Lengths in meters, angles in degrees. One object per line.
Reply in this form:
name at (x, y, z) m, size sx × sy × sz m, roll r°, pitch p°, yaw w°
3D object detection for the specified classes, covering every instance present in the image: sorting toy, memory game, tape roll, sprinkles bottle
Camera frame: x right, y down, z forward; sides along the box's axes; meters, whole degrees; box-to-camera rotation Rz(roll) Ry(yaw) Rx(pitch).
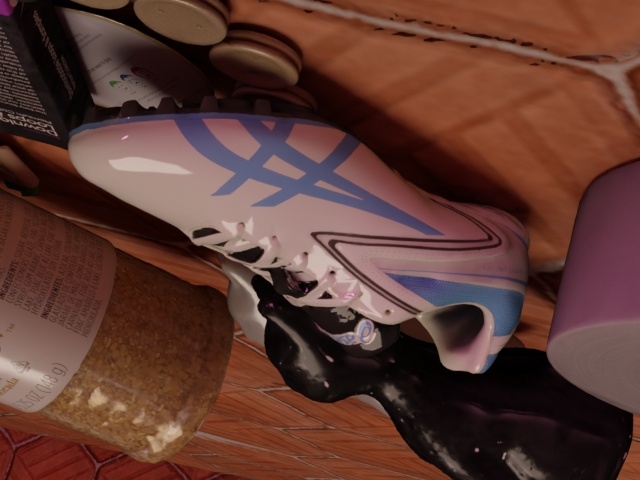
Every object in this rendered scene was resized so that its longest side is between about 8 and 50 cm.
sorting toy at (-0.195, -0.047, 0.728) m, size 0.062 × 0.012 × 0.083 m, roll 14°, pitch 164°, yaw 13°
memory game at (-0.091, -0.078, 0.528) m, size 0.186 × 0.012 × 0.186 m, roll 14°, pitch 164°, yaw 4°
tape roll at (0.211, 0.038, 0.528) m, size 0.219 × 0.072 × 0.219 m, roll 14°, pitch 164°, yaw 4°
sprinkles bottle at (-0.223, 0.015, 0.716) m, size 0.355 × 0.121 × 0.121 m, roll 27°, pitch 160°, yaw -27°

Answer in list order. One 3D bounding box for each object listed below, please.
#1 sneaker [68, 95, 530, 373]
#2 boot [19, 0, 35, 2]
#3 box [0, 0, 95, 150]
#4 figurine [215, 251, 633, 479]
sneaker at (0.000, 0.000, 0.539) m, size 0.237 × 0.086 × 0.085 m, roll 20°, pitch 163°, yaw -33°
boot at (-0.082, -0.143, 0.228) m, size 0.161 × 0.083 × 0.246 m, roll -15°, pitch 149°, yaw 41°
box at (-0.157, -0.087, 0.484) m, size 0.116 × 0.029 × 0.162 m, roll 16°, pitch 162°, yaw 4°
figurine at (0.038, 0.065, 0.710) m, size 0.209 × 0.092 × 0.215 m, roll 28°, pitch 179°, yaw -15°
